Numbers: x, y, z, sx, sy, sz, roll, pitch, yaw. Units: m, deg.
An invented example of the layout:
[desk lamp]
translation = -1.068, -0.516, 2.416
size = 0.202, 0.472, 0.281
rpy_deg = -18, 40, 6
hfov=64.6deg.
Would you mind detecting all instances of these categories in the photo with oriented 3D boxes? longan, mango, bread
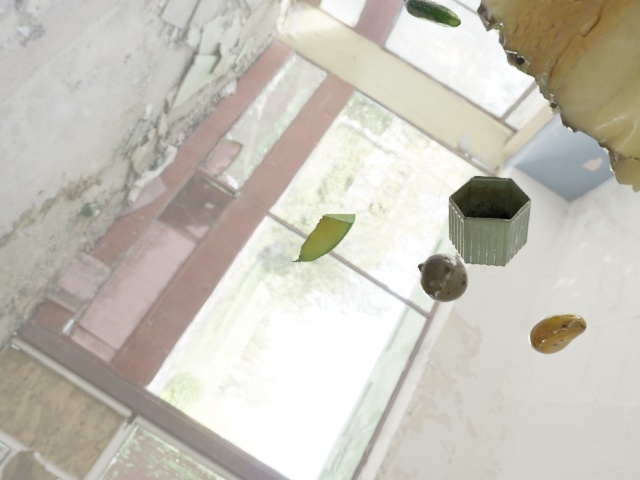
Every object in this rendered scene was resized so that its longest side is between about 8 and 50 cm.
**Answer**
[longan]
translation = 0.245, 0.075, 1.029
size = 0.092, 0.113, 0.113
rpy_deg = -41, 173, -24
[mango]
translation = 0.671, 0.264, 1.451
size = 0.178, 0.115, 0.090
rpy_deg = 112, -15, -54
[bread]
translation = 0.334, -0.226, 0.482
size = 0.270, 0.211, 0.315
rpy_deg = -50, -133, 35

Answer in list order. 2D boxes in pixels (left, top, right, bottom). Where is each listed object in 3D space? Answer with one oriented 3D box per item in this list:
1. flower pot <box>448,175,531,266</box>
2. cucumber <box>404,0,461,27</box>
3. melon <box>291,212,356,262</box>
[flower pot]
translation = 0.508, -0.059, 1.536
size = 0.239, 0.209, 0.189
rpy_deg = -37, 136, -27
[cucumber]
translation = 0.280, -0.604, 1.329
size = 0.056, 0.056, 0.250
rpy_deg = -58, -139, 16
[melon]
translation = -0.001, 0.000, 1.561
size = 0.262, 0.114, 0.053
rpy_deg = -44, -146, 28
